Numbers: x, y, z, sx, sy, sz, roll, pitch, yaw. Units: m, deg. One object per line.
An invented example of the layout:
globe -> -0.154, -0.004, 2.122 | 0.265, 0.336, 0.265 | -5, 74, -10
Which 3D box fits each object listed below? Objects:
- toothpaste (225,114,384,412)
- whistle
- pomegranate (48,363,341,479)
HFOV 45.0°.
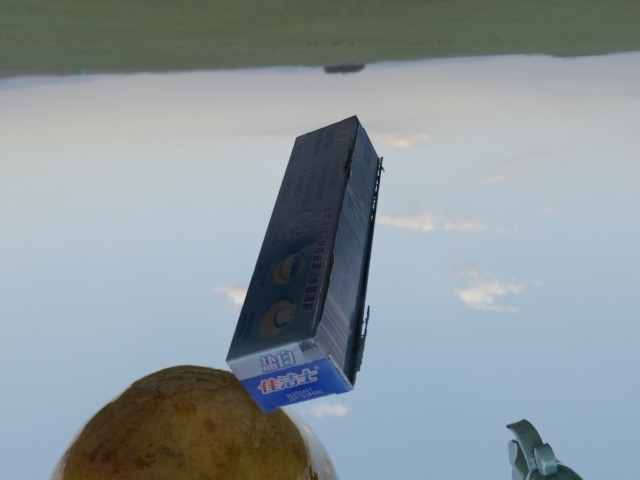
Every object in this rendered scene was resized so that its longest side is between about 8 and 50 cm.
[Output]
toothpaste -> 0.000, 0.000, 0.554 | 0.066, 0.053, 0.272 | -20, -149, 22
whistle -> 0.333, 0.360, 1.108 | 0.093, 0.186, 0.274 | -14, -169, -7
pomegranate -> -0.151, 0.367, 1.039 | 0.417, 0.416, 0.416 | -3, -168, 1
